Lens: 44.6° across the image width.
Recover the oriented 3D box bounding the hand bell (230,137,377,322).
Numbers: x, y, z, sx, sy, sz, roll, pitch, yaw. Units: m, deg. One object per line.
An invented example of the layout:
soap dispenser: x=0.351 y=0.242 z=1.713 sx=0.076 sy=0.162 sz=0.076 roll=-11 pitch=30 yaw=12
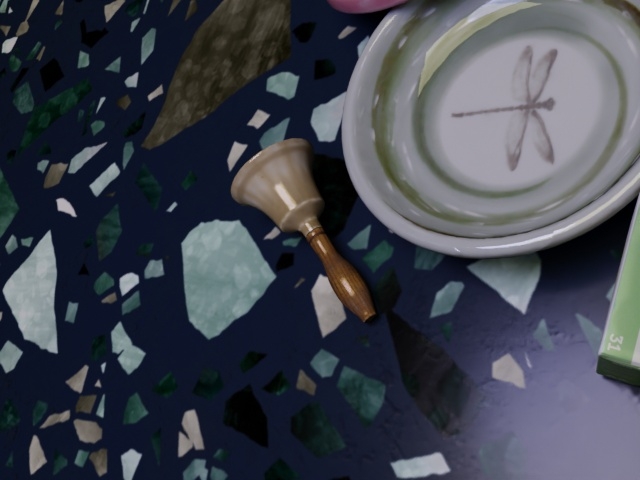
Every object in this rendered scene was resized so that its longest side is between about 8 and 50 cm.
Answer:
hand bell: x=0.000 y=0.000 z=0.982 sx=0.126 sy=0.126 sz=0.242 roll=-40 pitch=67 yaw=13

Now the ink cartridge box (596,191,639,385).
ink cartridge box: x=0.290 y=0.028 z=0.683 sx=0.056 sy=0.235 sz=0.171 roll=14 pitch=78 yaw=22

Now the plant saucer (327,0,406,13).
plant saucer: x=0.125 y=-0.435 z=1.009 sx=0.332 sy=0.084 sz=0.332 roll=-27 pitch=36 yaw=22

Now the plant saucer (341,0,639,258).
plant saucer: x=0.218 y=-0.157 z=0.891 sx=0.400 sy=0.100 sz=0.400 roll=-13 pitch=64 yaw=28
